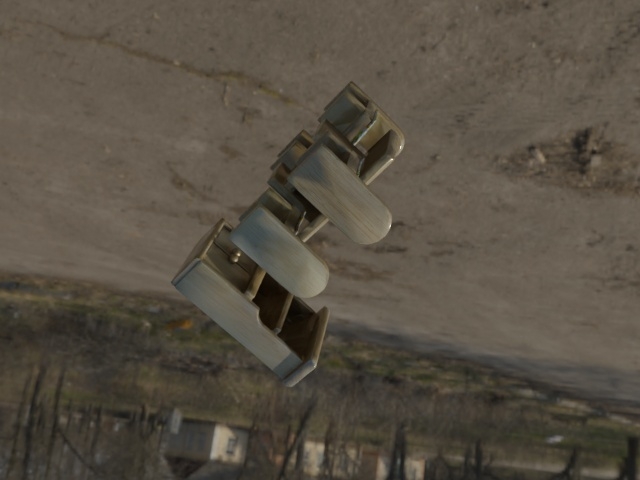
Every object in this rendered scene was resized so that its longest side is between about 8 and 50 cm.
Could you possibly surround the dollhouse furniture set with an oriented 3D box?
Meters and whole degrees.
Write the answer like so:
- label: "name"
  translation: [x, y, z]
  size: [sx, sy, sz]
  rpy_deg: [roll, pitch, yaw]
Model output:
- label: "dollhouse furniture set"
  translation: [0.000, 0.000, 0.739]
  size: [0.161, 0.212, 0.242]
  rpy_deg: [43, 114, -12]
